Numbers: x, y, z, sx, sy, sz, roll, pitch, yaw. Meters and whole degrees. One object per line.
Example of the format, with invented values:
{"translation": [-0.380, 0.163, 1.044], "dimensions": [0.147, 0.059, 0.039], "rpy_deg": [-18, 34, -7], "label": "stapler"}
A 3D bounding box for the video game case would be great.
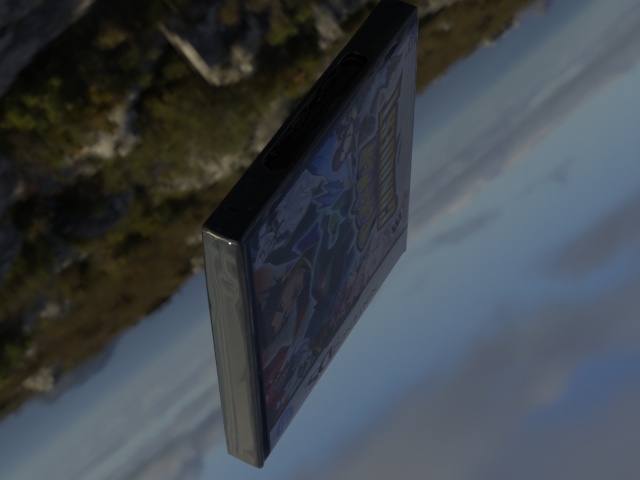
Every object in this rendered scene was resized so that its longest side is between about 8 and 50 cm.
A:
{"translation": [0.000, 0.000, 1.011], "dimensions": [0.248, 0.035, 0.275], "rpy_deg": [-54, 158, -33], "label": "video game case"}
